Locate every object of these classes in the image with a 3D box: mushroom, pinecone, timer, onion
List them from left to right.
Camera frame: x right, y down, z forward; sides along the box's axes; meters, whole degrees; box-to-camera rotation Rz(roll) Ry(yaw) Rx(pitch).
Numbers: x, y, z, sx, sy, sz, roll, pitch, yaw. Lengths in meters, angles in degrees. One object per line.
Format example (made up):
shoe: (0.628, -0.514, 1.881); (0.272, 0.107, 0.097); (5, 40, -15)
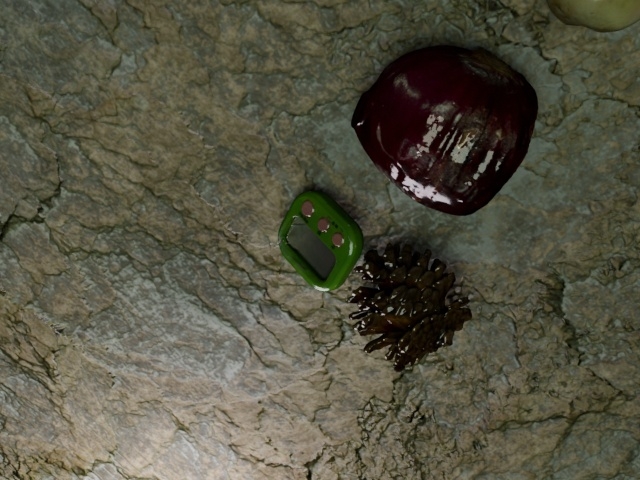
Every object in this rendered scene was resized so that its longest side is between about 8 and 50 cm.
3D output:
timer: (0.000, 0.000, 1.369); (0.140, 0.047, 0.128); (46, 124, 25)
pinecone: (0.127, 0.097, 1.363); (0.179, 0.150, 0.195); (-33, 99, -21)
onion: (0.157, -0.152, 1.197); (0.206, 0.207, 0.216); (27, 115, -9)
mushroom: (0.343, -0.325, 1.111); (0.147, 0.112, 0.148); (6, 119, 11)
